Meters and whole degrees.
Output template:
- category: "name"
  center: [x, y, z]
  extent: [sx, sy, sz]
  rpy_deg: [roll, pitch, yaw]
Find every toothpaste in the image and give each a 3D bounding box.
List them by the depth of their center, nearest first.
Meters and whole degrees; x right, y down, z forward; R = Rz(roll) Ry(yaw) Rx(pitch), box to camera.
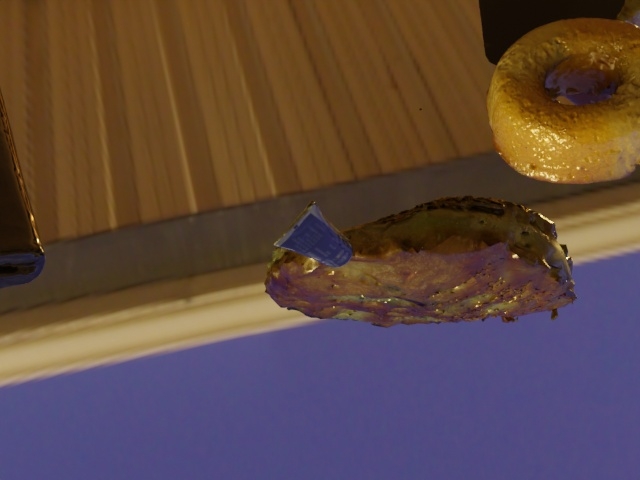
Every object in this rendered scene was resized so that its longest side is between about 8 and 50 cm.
- category: "toothpaste"
  center: [0.000, 0.000, 0.852]
  extent: [0.021, 0.140, 0.037]
  rpy_deg: [42, -87, 17]

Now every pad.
- category: "pad"
  center: [0.196, -0.283, 1.467]
  extent: [0.055, 0.323, 0.250]
  rpy_deg: [18, -123, -33]

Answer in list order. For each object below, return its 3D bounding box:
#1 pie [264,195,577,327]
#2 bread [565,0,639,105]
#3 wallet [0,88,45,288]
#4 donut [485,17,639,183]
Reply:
- category: "pie"
  center: [0.109, 0.031, 1.390]
  extent: [0.288, 0.355, 0.103]
  rpy_deg: [-20, -114, 48]
- category: "bread"
  center: [0.303, -0.281, 1.543]
  extent: [0.110, 0.184, 0.234]
  rpy_deg: [-29, -122, -11]
- category: "wallet"
  center: [-0.403, -0.116, 1.185]
  extent: [0.228, 0.062, 0.406]
  rpy_deg: [-7, -127, -21]
- category: "donut"
  center: [0.236, -0.133, 1.141]
  extent: [0.178, 0.065, 0.162]
  rpy_deg: [-14, -121, 3]
